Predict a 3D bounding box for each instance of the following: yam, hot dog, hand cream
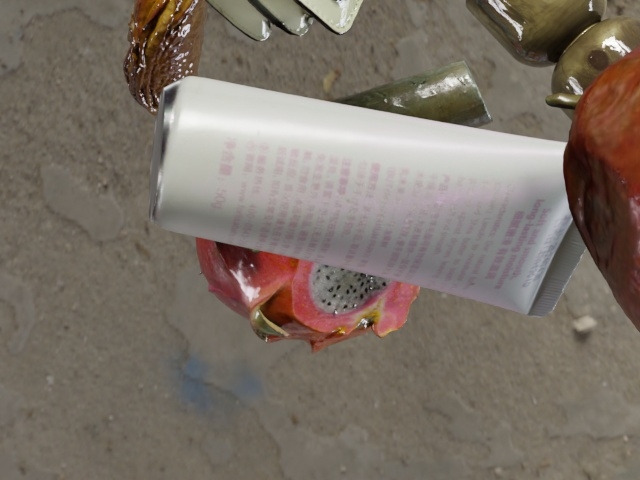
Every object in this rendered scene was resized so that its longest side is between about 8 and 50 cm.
[{"bbox_3d":[0.097,-0.168,1.511,0.259,0.106,0.106,-18,123,6],"label":"yam"},{"bbox_3d":[-0.232,-0.311,1.668,0.122,0.196,0.272,8,145,-9],"label":"hot dog"},{"bbox_3d":[0.043,-0.038,0.869,0.359,0.118,0.185,12,129,-7],"label":"hand cream"}]

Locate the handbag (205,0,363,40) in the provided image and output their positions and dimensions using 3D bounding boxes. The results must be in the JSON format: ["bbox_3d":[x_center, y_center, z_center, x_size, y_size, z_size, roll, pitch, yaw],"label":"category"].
[{"bbox_3d":[-0.027,-0.406,1.100,0.237,0.160,0.358,37,72,-41],"label":"handbag"}]

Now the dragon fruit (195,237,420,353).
[{"bbox_3d":[0.000,0.000,1.308,0.291,0.189,0.290,-7,105,-27],"label":"dragon fruit"}]

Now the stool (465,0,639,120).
[{"bbox_3d":[0.374,-0.332,1.708,0.179,0.179,0.264,-46,75,24],"label":"stool"}]

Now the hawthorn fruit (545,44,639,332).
[{"bbox_3d":[0.258,-0.038,0.702,0.261,0.224,0.224,42,120,20],"label":"hawthorn fruit"}]
